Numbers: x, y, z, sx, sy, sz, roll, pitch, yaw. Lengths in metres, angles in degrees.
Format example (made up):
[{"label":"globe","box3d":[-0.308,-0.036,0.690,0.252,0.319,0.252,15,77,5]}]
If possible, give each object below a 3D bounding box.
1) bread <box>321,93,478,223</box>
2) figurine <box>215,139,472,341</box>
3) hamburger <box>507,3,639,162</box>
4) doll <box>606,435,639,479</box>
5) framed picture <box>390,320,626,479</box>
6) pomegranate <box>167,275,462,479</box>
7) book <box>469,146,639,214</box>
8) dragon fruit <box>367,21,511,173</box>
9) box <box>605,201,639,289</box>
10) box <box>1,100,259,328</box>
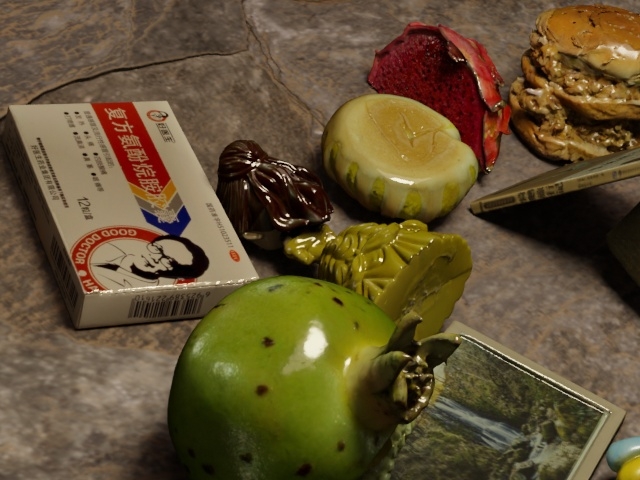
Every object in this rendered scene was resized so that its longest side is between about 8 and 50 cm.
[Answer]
[{"label":"bread","box3d":[0.097,-0.102,2.045,0.213,0.104,0.213,11,42,-10]},{"label":"figurine","box3d":[0.001,0.003,1.865,0.315,0.168,0.187,32,78,32]},{"label":"hamburger","box3d":[0.414,-0.230,2.256,0.260,0.211,0.245,25,32,16]},{"label":"doll","box3d":[0.522,0.244,1.678,0.366,0.187,0.376,32,52,24]},{"label":"framed picture","box3d":[0.188,0.227,1.742,0.240,0.020,0.324,29,39,15]},{"label":"pomegranate","box3d":[-0.006,0.149,1.535,0.260,0.341,0.260,23,55,-36]},{"label":"book","box3d":[0.374,-0.095,2.038,0.217,0.310,0.021,-22,95,-40]},{"label":"dragon fruit","box3d":[0.203,-0.223,2.191,0.126,0.161,0.274,-16,47,-33]},{"label":"box","box3d":[0.516,0.035,1.930,0.143,0.184,0.273,-18,66,-39]},{"label":"box","box3d":[-0.236,-0.042,1.871,0.214,0.069,0.353,-4,44,-27]}]
